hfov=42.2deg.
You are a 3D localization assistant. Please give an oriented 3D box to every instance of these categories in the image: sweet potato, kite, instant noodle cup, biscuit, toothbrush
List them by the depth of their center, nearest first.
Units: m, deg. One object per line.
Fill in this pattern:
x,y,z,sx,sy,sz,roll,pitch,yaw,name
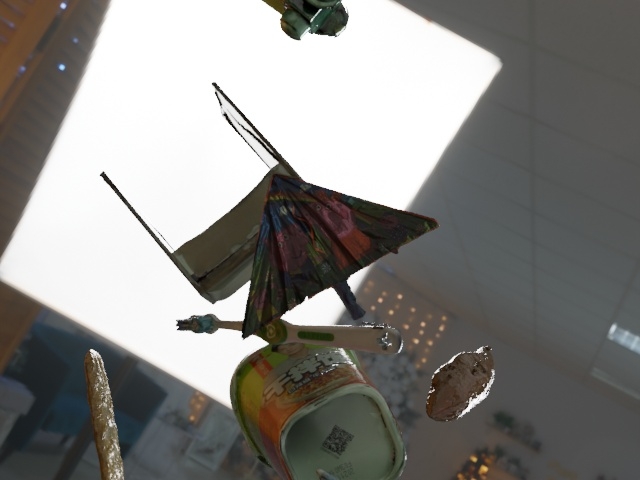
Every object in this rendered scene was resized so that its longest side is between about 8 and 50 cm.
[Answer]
0.173,0.163,0.983,0.059,0.068,0.206,-3,8,28,sweet potato
0.000,0.000,1.105,0.234,0.321,0.016,57,-20,12,kite
-0.053,0.123,1.132,0.417,0.042,0.040,-1,3,42,toothbrush
-0.364,0.305,1.393,0.028,0.247,0.118,-10,-4,-8,biscuit
0.000,0.324,1.494,0.293,0.294,0.308,32,-3,-17,instant noodle cup

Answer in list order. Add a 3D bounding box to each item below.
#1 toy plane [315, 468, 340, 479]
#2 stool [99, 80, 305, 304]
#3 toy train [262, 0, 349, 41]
0.081,0.429,1.232,0.262,0.088,0.192,34,-7,-15,toy plane
-0.174,-0.071,1.379,0.270,0.243,0.170,48,-7,7,stool
0.015,-0.582,1.602,0.253,0.397,0.160,39,-6,8,toy train
